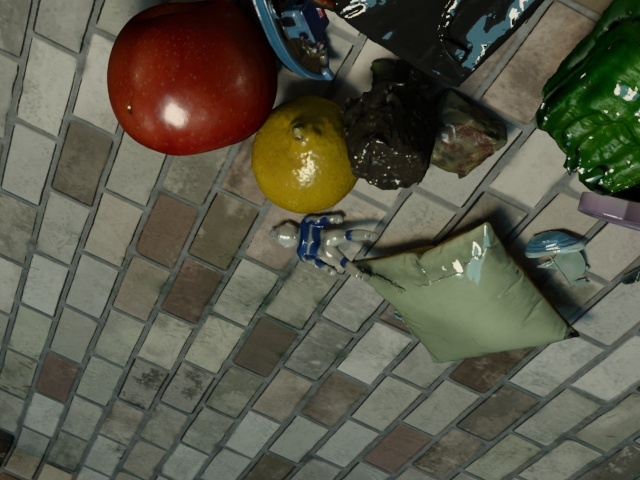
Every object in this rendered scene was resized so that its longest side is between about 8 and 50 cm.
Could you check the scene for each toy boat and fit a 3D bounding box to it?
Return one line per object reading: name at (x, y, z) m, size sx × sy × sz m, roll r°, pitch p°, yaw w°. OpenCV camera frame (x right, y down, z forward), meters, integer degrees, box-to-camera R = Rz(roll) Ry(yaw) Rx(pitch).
toy boat at (0.425, 0.034, 1.833) m, size 0.149 × 0.034 × 0.105 m, roll 36°, pitch 141°, yaw -17°
toy boat at (-0.031, -0.323, 1.569) m, size 0.097 × 0.100 × 0.223 m, roll 7°, pitch 143°, yaw 35°

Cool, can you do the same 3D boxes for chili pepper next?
chili pepper at (0.430, -0.210, 1.455) m, size 0.213 × 0.167 × 0.385 m, roll 33°, pitch 154°, yaw 9°

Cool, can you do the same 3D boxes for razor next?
razor at (0.579, 0.032, 1.772) m, size 0.066 × 0.033 × 0.190 m, roll -6°, pitch 163°, yaw -38°

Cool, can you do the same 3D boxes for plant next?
plant at (0.106, -0.182, 1.601) m, size 0.131 × 0.203 × 0.142 m, roll 31°, pitch 132°, yaw -26°

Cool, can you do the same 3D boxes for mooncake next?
mooncake at (0.214, -0.157, 1.676) m, size 0.125 × 0.073 × 0.130 m, roll 29°, pitch 142°, yaw -13°

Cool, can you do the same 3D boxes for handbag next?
handbag at (0.177, -0.353, 1.410) m, size 0.244 × 0.088 × 0.275 m, roll 28°, pitch 124°, yaw -22°

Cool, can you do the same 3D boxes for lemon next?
lemon at (-0.020, -0.137, 1.705) m, size 0.187 × 0.187 × 0.244 m, roll 20°, pitch 163°, yaw 1°

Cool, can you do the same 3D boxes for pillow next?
pillow at (0.258, 0.105, 1.922) m, size 0.312 × 0.119 × 0.310 m, roll -17°, pitch 124°, yaw 39°

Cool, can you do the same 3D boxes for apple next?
apple at (-0.199, -0.247, 1.609) m, size 0.260 × 0.260 × 0.216 m, roll 3°, pitch 114°, yaw 21°

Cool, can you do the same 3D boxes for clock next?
clock at (0.509, -0.045, 1.639) m, size 0.172 × 0.064 × 0.198 m, roll 13°, pitch -176°, yaw -46°

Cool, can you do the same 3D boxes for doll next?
doll at (0.000, 0.000, 1.948) m, size 0.227 × 0.057 × 0.114 m, roll 15°, pitch 103°, yaw 30°

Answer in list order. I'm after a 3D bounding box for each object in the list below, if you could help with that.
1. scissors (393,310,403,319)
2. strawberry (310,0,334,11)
scissors at (0.201, 0.153, 2.087) m, size 0.119 × 0.014 × 0.058 m, roll 19°, pitch 142°, yaw 8°
strawberry at (0.018, -0.394, 1.473) m, size 0.192 × 0.085 × 0.140 m, roll 10°, pitch 129°, yaw -20°
